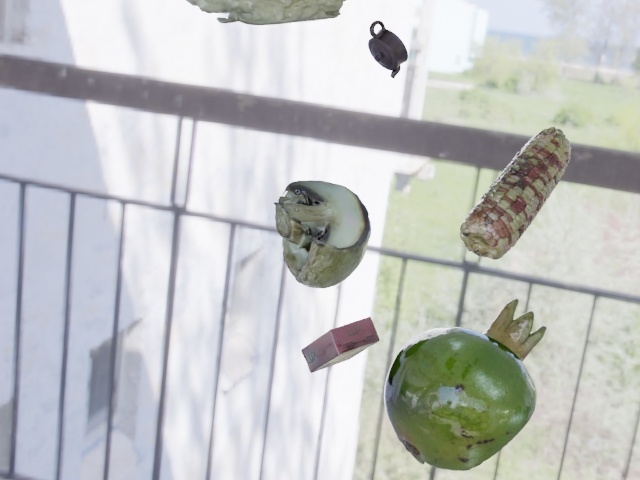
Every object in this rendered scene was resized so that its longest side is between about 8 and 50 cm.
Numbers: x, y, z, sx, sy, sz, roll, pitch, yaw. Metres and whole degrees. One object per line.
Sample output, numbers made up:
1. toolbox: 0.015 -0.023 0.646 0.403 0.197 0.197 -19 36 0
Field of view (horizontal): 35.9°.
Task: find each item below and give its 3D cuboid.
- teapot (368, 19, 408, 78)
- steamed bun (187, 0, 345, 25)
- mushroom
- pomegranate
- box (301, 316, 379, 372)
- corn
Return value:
1. teapot: 0.103 -0.306 1.588 0.045 0.100 0.068 -44 34 -19
2. steamed bun: -0.088 -0.500 1.522 0.291 0.272 0.273 1 33 -31
3. mushroom: 0.006 -0.003 2.163 0.190 0.164 0.267 -10 38 -28
4. pomegranate: 0.263 0.246 1.861 0.216 0.358 0.310 42 -12 -14
5. box: 0.042 0.218 2.064 0.111 0.060 0.156 -13 -15 -34
6. corn: 0.304 -0.075 1.501 0.086 0.086 0.253 19 57 39
